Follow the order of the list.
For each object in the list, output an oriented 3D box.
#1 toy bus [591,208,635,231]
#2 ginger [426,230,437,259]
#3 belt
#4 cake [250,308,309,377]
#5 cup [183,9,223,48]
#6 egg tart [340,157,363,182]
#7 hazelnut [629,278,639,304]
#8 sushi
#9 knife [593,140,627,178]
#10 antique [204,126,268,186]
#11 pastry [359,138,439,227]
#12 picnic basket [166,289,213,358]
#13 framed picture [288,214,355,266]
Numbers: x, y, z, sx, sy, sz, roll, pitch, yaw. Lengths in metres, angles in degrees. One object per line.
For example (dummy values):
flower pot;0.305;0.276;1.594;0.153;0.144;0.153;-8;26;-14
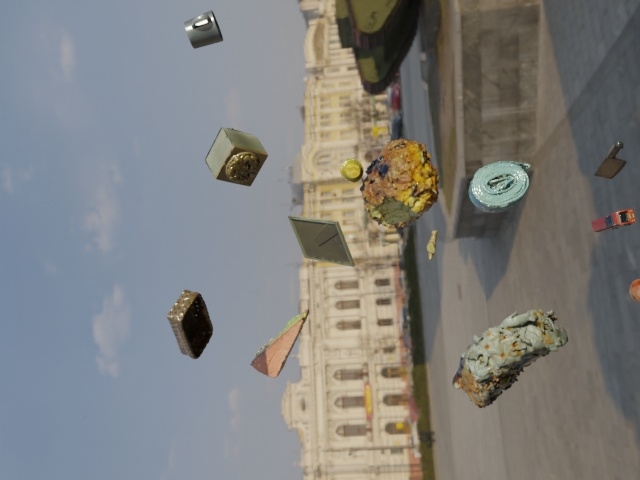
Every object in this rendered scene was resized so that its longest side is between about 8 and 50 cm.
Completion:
toy bus;0.592;-0.039;1.233;0.110;0.043;0.031;95;167;-82
ginger;0.355;0.014;1.947;0.048;0.030;0.097;-1;-79;-83
belt;0.518;-0.154;1.772;0.082;0.163;0.148;63;-146;-75
cake;-0.096;0.303;1.771;0.090;0.225;0.109;45;-161;1
cup;-0.293;-0.526;1.508;0.100;0.077;0.078;63;-172;-79
egg tart;0.134;-0.291;2.540;0.039;0.105;0.105;-129;33;-78
hazelnut;0.891;0.141;1.666;0.086;0.086;0.086;-5;-90;-83
sushi;0.630;0.377;2.010;0.176;0.417;0.417;55;172;27
knife;0.991;-0.266;2.053;0.245;0.072;0.019;64;-137;-69
antique;-0.285;-0.280;2.071;0.147;0.152;0.148;-56;46;28
pastry;0.338;-0.252;2.586;0.405;0.292;0.337;143;145;-66
picnic basket;-0.327;0.211;1.528;0.193;0.055;0.110;84;-154;-47
framed picture;0.000;0.000;2.116;0.016;0.250;0.184;-40;-59;-33
